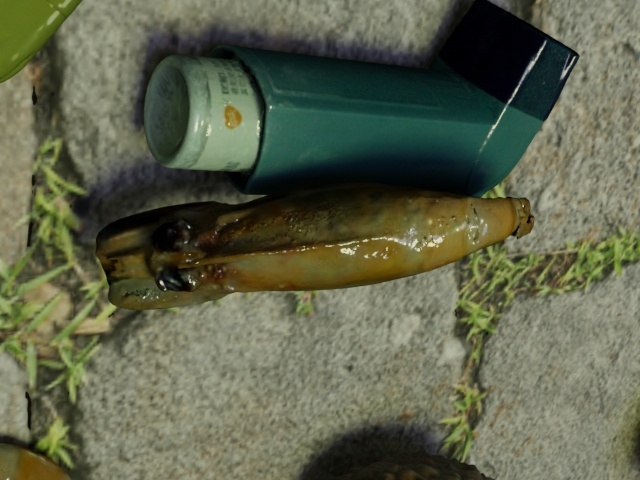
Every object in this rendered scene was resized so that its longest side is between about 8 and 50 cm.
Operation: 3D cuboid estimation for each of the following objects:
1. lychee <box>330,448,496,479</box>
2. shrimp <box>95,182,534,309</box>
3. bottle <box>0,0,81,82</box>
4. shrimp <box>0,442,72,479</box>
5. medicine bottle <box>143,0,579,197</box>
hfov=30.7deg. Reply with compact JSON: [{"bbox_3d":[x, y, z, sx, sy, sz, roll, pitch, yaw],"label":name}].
[{"bbox_3d":[0.080,0.238,0.846,0.197,0.165,0.165,30,98,1],"label":"lychee"},{"bbox_3d":[0.000,-0.001,0.688,0.253,0.173,0.058,-7,90,-4],"label":"shrimp"},{"bbox_3d":[-0.104,-0.197,0.520,0.260,0.112,0.112,-49,131,-1],"label":"bottle"},{"bbox_3d":[-0.240,0.236,0.704,0.145,0.059,0.254,30,96,-38],"label":"shrimp"},{"bbox_3d":[0.027,-0.083,0.692,0.258,0.079,0.124,-2,123,-32],"label":"medicine bottle"}]
